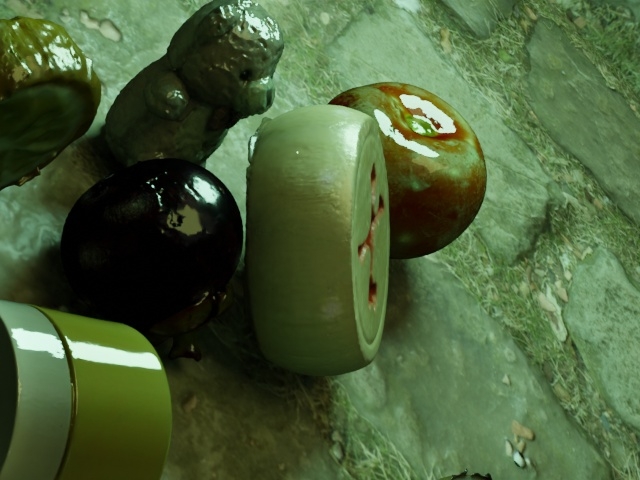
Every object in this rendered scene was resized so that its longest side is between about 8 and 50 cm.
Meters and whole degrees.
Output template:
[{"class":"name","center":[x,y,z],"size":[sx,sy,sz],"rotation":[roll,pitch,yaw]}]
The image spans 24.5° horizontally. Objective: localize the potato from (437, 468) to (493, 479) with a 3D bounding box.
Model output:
[{"class":"potato","center":[0.159,0.407,1.811],"size":[0.138,0.098,0.243],"rotation":[20,50,-35]}]

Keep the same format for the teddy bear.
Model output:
[{"class":"teddy bear","center":[-0.151,-0.184,1.850],"size":[0.151,0.267,0.236],"rotation":[55,17,12]}]

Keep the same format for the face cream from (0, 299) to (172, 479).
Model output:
[{"class":"face cream","center":[-0.275,0.171,1.386],"size":[0.179,0.218,0.218],"rotation":[15,47,-45]}]

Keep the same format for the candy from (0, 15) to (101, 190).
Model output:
[{"class":"candy","center":[-0.354,-0.129,1.552],"size":[0.118,0.260,0.260],"rotation":[57,32,10]}]

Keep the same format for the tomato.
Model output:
[{"class":"tomato","center":[0.100,-0.092,2.121],"size":[0.270,0.222,0.270],"rotation":[20,31,-13]}]

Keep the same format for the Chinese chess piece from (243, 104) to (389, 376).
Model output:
[{"class":"Chinese chess piece","center":[0.000,0.000,1.831],"size":[0.338,0.141,0.338],"rotation":[-1,90,-79]}]

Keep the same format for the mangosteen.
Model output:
[{"class":"mangosteen","center":[-0.181,0.030,1.688],"size":[0.211,0.211,0.250],"rotation":[-57,133,-57]}]
